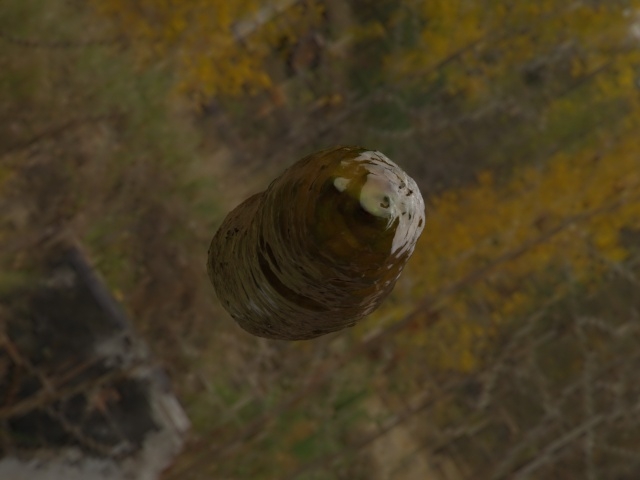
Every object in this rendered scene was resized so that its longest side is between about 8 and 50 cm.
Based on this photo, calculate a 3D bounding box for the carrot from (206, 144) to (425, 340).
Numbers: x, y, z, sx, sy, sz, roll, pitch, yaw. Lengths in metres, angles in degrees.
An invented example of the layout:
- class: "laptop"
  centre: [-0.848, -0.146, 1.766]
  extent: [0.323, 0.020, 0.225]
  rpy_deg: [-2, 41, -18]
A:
- class: "carrot"
  centre: [0.000, 0.000, 0.645]
  extent: [0.066, 0.066, 0.314]
  rpy_deg: [58, -9, 1]
